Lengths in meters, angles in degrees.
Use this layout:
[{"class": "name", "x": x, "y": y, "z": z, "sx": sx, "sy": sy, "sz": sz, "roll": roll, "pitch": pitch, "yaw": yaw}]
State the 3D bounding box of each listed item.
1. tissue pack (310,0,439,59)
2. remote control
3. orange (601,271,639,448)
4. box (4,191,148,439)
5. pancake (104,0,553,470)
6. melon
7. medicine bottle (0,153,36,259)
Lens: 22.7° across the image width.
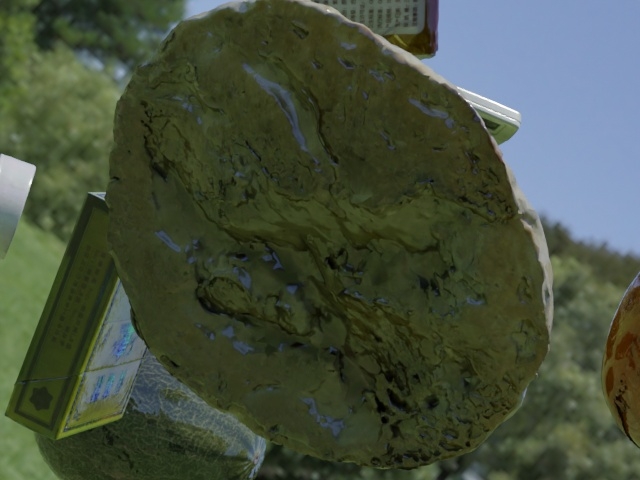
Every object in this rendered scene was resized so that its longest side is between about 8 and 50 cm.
[{"class": "tissue pack", "x": 0.027, "y": -0.288, "z": 1.543, "sx": 0.092, "sy": 0.183, "sz": 0.226, "roll": -111, "pitch": -160, "yaw": -67}, {"class": "remote control", "x": 0.188, "y": -0.209, "z": 2.409, "sx": 0.230, "sy": 0.049, "sz": 0.090, "roll": 21, "pitch": -27, "yaw": -14}, {"class": "orange", "x": 0.367, "y": 0.103, "z": 1.377, "sx": 0.240, "sy": 0.240, "sz": 0.240, "roll": 41, "pitch": -7, "yaw": 6}, {"class": "box", "x": -0.197, "y": 0.066, "z": 1.456, "sx": 0.064, "sy": 0.220, "sz": 0.141, "roll": 22, "pitch": 9, "yaw": 15}, {"class": "pancake", "x": -0.001, "y": 0.001, "z": 1.157, "sx": 0.387, "sy": 0.082, "sz": 0.387, "roll": 18, "pitch": -56, "yaw": 29}, {"class": "melon", "x": -0.217, "y": 0.235, "z": 2.039, "sx": 0.302, "sy": 0.237, "sz": 0.237, "roll": 16, "pitch": -13, "yaw": 13}, {"class": "medicine bottle", "x": -0.540, "y": -0.079, "z": 2.117, "sx": 0.293, "sy": 0.170, "sz": 0.170, "roll": 18, "pitch": -2, "yaw": -13}]
